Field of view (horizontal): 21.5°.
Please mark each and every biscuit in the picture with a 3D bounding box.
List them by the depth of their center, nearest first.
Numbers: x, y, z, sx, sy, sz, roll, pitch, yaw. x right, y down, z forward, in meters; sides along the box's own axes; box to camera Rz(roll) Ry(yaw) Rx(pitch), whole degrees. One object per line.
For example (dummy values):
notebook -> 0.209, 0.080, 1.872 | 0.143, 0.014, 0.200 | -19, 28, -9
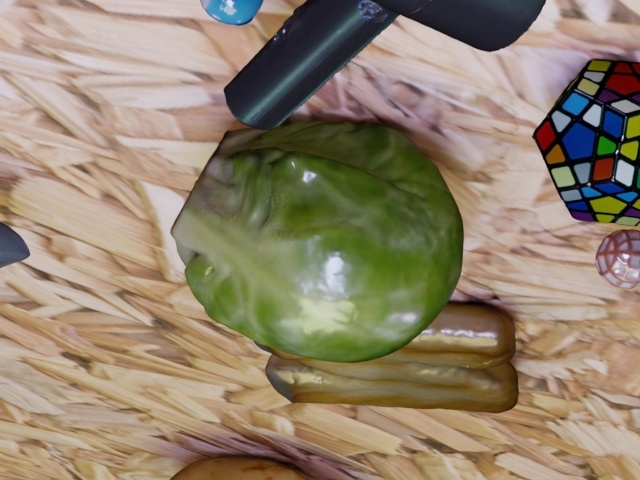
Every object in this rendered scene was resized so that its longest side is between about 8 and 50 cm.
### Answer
biscuit -> 0.074, 0.125, 1.853 | 0.291, 0.062, 0.237 | 3, 154, 11

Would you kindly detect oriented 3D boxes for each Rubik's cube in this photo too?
Rubik's cube -> 0.229, -0.076, 1.311 | 0.133, 0.133, 0.112 | -13, 176, 38

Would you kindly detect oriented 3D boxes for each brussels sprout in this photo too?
brussels sprout -> 0.000, 0.000, 1.428 | 0.244, 0.244, 0.244 | 7, 155, 3

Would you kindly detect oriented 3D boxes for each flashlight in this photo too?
flashlight -> -0.059, -0.203, 1.205 | 0.051, 0.051, 0.129 | 10, 151, -4

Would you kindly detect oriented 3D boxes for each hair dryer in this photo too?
hair dryer -> -0.020, -0.173, 1.136 | 0.244, 0.116, 0.302 | 21, 142, -23

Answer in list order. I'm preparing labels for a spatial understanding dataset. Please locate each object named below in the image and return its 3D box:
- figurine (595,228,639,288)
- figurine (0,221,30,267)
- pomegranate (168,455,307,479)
figurine -> 0.383, 0.063, 1.510 | 0.281, 0.167, 0.370 | 9, 165, 9
figurine -> -0.436, -0.024, 1.607 | 0.265, 0.140, 0.193 | -24, 127, 13
pomegranate -> -0.099, 0.472, 2.328 | 0.342, 0.342, 0.342 | 7, 155, 3
